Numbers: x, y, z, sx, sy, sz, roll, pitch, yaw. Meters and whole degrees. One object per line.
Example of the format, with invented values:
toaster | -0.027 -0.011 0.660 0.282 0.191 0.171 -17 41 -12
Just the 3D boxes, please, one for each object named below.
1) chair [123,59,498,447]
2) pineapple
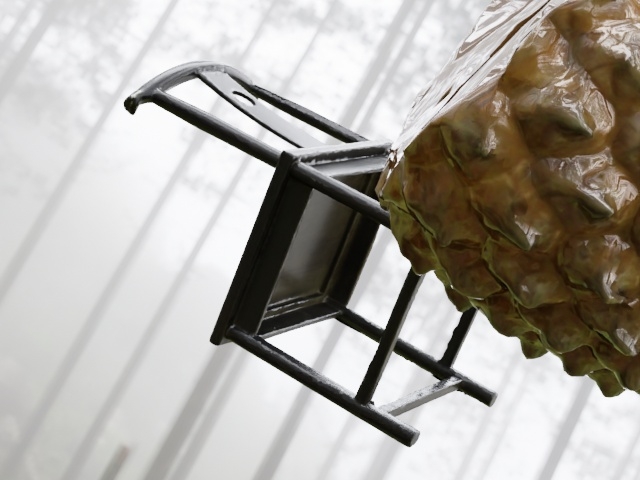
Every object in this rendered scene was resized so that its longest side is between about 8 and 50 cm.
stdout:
chair | 0.000 0.000 0.988 0.260 0.141 0.154 29 18 23
pineapple | 0.209 0.021 0.737 0.357 0.223 0.223 41 -20 -8
